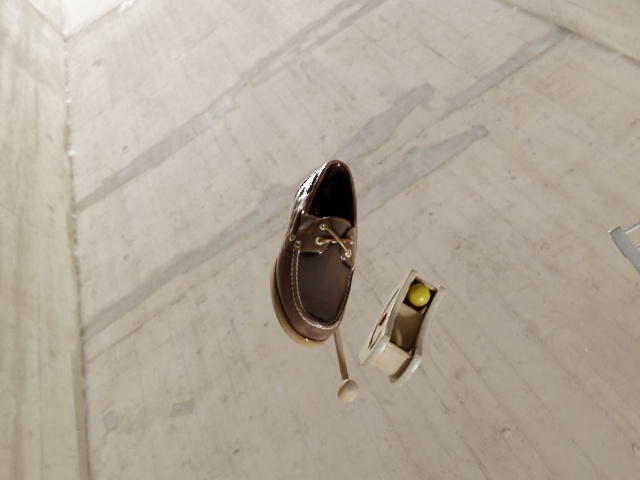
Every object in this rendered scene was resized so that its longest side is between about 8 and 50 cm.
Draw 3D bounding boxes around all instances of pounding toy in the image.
[{"bbox_3d":[0.109,0.164,0.953,0.154,0.154,0.270,31,-114,3],"label":"pounding toy"}]

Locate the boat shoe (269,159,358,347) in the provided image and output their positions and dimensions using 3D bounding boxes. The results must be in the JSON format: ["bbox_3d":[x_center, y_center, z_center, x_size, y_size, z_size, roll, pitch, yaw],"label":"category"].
[{"bbox_3d":[0.000,0.000,0.500,0.073,0.073,0.207,-48,-152,37],"label":"boat shoe"}]

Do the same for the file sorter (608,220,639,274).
[{"bbox_3d":[0.575,0.071,0.726,0.173,0.192,0.278,-37,-118,26],"label":"file sorter"}]
